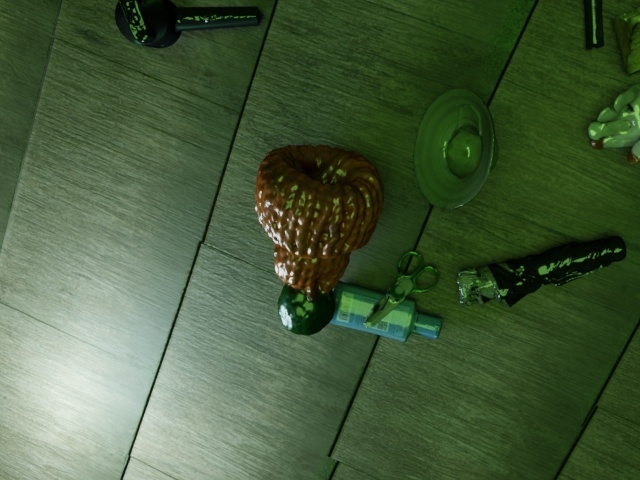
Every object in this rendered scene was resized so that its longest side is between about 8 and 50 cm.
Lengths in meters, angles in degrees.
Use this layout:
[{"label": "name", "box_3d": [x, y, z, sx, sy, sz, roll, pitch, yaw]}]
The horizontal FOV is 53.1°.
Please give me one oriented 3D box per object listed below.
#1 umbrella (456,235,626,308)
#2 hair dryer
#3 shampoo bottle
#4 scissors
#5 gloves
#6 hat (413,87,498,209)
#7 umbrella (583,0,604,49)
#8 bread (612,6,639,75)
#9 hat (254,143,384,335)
[{"label": "umbrella", "box_3d": [0.468, 0.071, 1.366, 0.358, 0.113, 0.106, -16, 76, 15]}, {"label": "hair dryer", "box_3d": [-0.273, -0.476, 1.358, 0.302, 0.244, 0.116, -5, 107, -2]}, {"label": "shampoo bottle", "box_3d": [0.151, 0.173, 1.480, 0.258, 0.061, 0.104, 14, 97, 9]}, {"label": "scissors", "box_3d": [0.173, 0.121, 1.441, 0.101, 0.027, 0.204, 42, 83, 16]}, {"label": "gloves", "box_3d": [0.647, -0.248, 1.268, 0.219, 0.131, 0.140, -28, 98, 47]}, {"label": "hat", "box_3d": [0.310, -0.183, 1.338, 0.110, 0.252, 0.252, 2, 106, -29]}, {"label": "umbrella", "box_3d": [0.548, -0.451, 1.282, 0.036, 0.031, 0.133, -9, 100, -13]}, {"label": "bread", "box_3d": [0.701, -0.429, 1.211, 0.266, 0.142, 0.178, -17, 138, 14]}, {"label": "hat", "box_3d": [0.000, 0.000, 1.402, 0.285, 0.285, 0.400, 6, 125, 11]}]
